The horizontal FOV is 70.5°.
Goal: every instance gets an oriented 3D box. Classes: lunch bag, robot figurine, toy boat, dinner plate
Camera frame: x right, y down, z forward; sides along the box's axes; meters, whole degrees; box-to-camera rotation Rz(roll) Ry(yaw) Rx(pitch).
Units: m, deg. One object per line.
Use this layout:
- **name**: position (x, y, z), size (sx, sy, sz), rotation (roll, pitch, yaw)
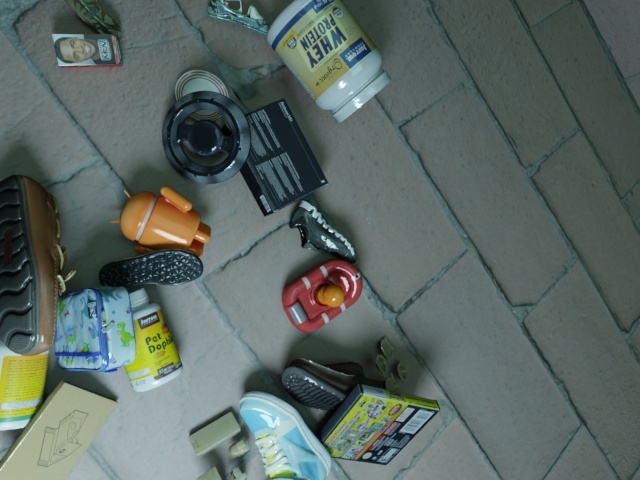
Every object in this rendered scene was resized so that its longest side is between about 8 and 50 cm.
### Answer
- **lunch bag**: position (-0.477, 0.187, 0.945), size (0.090, 0.219, 0.176), rotation (-4, 86, -52)
- **robot figurine**: position (-0.373, -0.039, 1.076), size (0.219, 0.158, 0.128), rotation (24, 58, -20)
- **toy boat**: position (0.019, 0.145, 1.217), size (0.231, 0.151, 0.151), rotation (-32, 100, -23)
- **dinner plate**: position (-0.316, -0.385, 1.209), size (0.141, 0.017, 0.141), rotation (3, 82, -24)

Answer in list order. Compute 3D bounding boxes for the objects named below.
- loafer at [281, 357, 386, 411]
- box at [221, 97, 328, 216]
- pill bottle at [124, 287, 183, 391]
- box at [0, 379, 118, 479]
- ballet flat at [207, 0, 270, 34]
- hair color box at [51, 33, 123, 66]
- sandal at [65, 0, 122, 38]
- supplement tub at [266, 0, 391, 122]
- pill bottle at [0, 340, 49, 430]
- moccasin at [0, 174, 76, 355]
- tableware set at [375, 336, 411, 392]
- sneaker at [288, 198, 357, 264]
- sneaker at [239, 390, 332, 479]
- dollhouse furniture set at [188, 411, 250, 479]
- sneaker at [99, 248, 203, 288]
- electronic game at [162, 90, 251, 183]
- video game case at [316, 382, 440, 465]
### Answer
- **loafer**: position (0.051, 0.393, 1.235), size (0.366, 0.134, 0.130), rotation (32, 44, -28)
- **box**: position (-0.125, -0.223, 1.230), size (0.184, 0.103, 0.261), rotation (-30, 96, -21)
- **pill bottle**: position (-0.404, 0.223, 1.032), size (0.117, 0.117, 0.215), rotation (-22, 93, -26)
- **box**: position (-0.542, 0.407, 0.946), size (0.201, 0.021, 0.164), rotation (-59, 146, -20)
- **ballet flat**: position (-0.215, -0.628, 1.255), size (0.188, 0.070, 0.070), rotation (7, 80, -25)
- **hair color box**: position (-0.554, -0.453, 1.081), size (0.141, 0.043, 0.072), rotation (-13, 110, -25)
- **sandal**: position (-0.564, -0.566, 1.104), size (0.072, 0.049, 0.180), rotation (-47, 118, -17)
- **supplement tub**: position (0.029, -0.515, 1.270), size (0.228, 0.228, 0.316), rotation (-46, 102, -23)
- **pill bottle**: position (-0.626, 0.266, 0.924), size (0.118, 0.117, 0.208), rotation (6, 81, -24)
- **moccasin**: position (-0.579, 0.049, 0.920), size (0.139, 0.147, 0.380), rotation (-31, 63, 9)
- **tableware set**: position (0.204, 0.369, 1.306), size (0.141, 0.020, 0.169), rotation (59, 30, -5)
- **sneaker**: position (0.000, 0.000, 1.277), size (0.234, 0.078, 0.106), rotation (46, 74, -12)
- **sneaker**: position (-0.103, 0.528, 1.081), size (0.319, 0.127, 0.208), rotation (50, 32, -13)
- **dollhouse furniture set**: position (-0.247, 0.543, 1.115), size (0.144, 0.123, 0.151), rotation (-25, 59, -26)
- **sneaker**: position (-0.391, 0.061, 1.054), size (0.235, 0.097, 0.084), rotation (-4, 96, -7)
- **electronic game**: position (-0.286, -0.256, 1.134), size (0.229, 0.048, 0.229), rotation (1, 101, 7)
- **video game case**: position (0.140, 0.496, 1.201), size (0.248, 0.035, 0.274), rotation (19, 120, -22)
